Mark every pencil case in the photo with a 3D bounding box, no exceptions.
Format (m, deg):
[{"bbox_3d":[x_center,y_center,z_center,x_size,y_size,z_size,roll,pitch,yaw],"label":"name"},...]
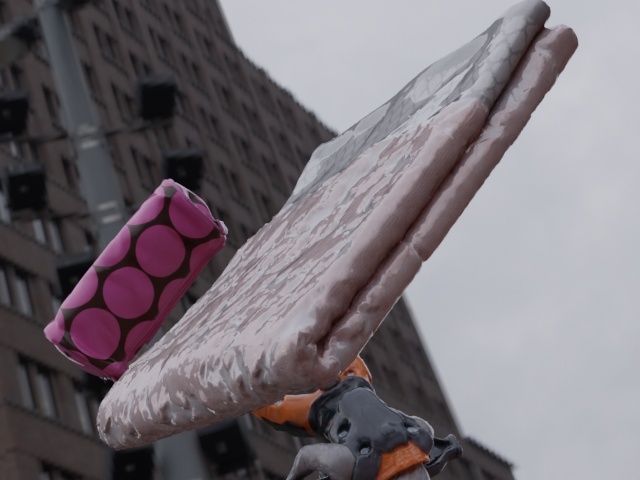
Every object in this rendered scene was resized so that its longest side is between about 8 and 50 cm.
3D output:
[{"bbox_3d":[-0.179,0.043,1.469,0.209,0.098,0.095,-55,-20,-9],"label":"pencil case"}]

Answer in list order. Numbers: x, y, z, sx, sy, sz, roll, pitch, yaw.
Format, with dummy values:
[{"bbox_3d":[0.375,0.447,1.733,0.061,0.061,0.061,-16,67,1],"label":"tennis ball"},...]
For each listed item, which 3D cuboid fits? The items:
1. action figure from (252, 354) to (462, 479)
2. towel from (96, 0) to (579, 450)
[{"bbox_3d":[-0.005,0.235,1.739,0.341,0.330,0.178,-28,-36,-29],"label":"action figure"},{"bbox_3d":[0.000,0.000,0.986,0.053,0.317,0.332,43,-29,-10],"label":"towel"}]
